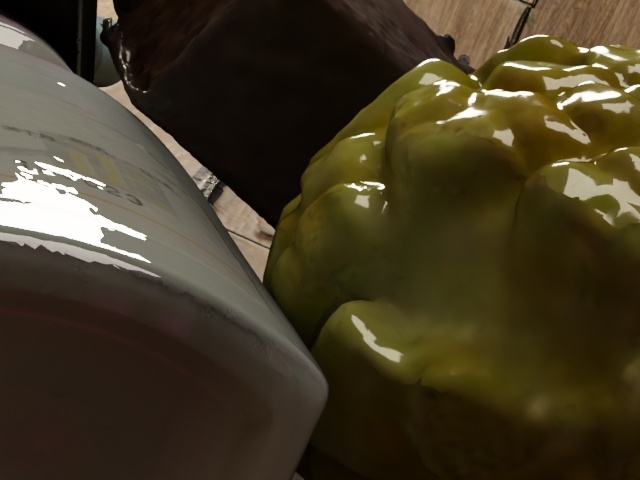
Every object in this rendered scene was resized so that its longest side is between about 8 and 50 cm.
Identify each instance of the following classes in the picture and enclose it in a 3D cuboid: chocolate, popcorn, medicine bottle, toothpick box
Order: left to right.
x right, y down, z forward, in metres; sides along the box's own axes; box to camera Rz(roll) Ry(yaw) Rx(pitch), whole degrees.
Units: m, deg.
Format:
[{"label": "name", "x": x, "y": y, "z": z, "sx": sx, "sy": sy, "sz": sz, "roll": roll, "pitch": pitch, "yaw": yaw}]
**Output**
[{"label": "medicine bottle", "x": -0.108, "y": 0.004, "z": 0.557, "sx": 0.161, "sy": 0.111, "sz": 0.296, "roll": 18, "pitch": 14, "yaw": -22}, {"label": "toothpick box", "x": -0.165, "y": -0.129, "z": 1.194, "sx": 0.052, "sy": 0.052, "sz": 0.083, "roll": 26, "pitch": 10, "yaw": 11}, {"label": "chocolate", "x": 0.050, "y": -0.006, "z": 0.709, "sx": 0.321, "sy": 0.112, "sz": 0.112, "roll": 43, "pitch": 13, "yaw": -18}, {"label": "popcorn", "x": 0.089, "y": 0.047, "z": 0.575, "sx": 0.235, "sy": 0.217, "sz": 0.181, "roll": 33, "pitch": 36, "yaw": -6}]

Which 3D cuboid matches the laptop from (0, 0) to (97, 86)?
[{"label": "laptop", "x": -0.170, "y": -0.084, "z": 0.755, "sx": 0.154, "sy": 0.026, "sz": 0.207, "roll": 24, "pitch": -25, "yaw": 1}]
